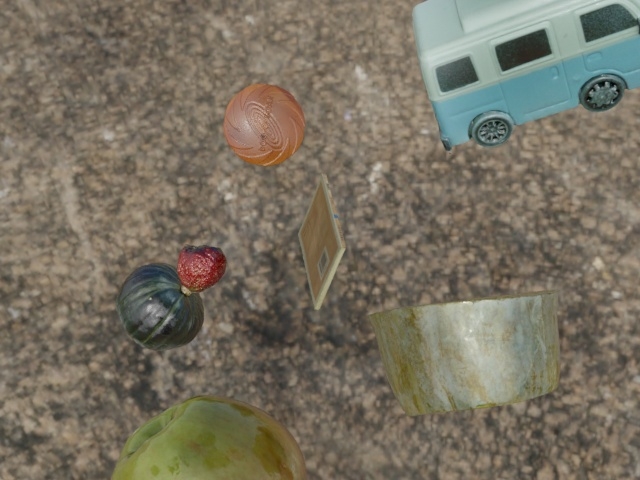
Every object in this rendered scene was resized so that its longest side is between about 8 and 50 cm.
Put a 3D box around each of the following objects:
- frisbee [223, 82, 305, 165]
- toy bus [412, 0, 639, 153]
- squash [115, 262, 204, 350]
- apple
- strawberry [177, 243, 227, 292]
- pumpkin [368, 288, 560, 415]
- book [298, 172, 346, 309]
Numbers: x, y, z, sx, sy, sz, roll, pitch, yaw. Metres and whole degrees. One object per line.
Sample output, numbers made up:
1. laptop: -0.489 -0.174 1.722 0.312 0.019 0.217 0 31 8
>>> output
1. frisbee: -0.128 -0.268 1.973 0.192 0.192 0.035 -17 5 -10
2. toy bus: 0.243 -0.226 0.950 0.271 0.165 0.133 -17 45 15
3. squash: -0.366 0.154 1.954 0.172 0.218 0.218 -26 45 7
4. apple: -0.203 0.424 1.449 0.338 0.305 0.338 -39 21 18
5. strawberry: -0.236 0.056 1.700 0.106 0.106 0.106 -4 45 4
6. pumpkin: 0.255 0.196 1.484 0.332 0.332 0.199 -6 88 2
7. book: 0.001 0.000 1.733 0.018 0.170 0.242 9 37 -18
